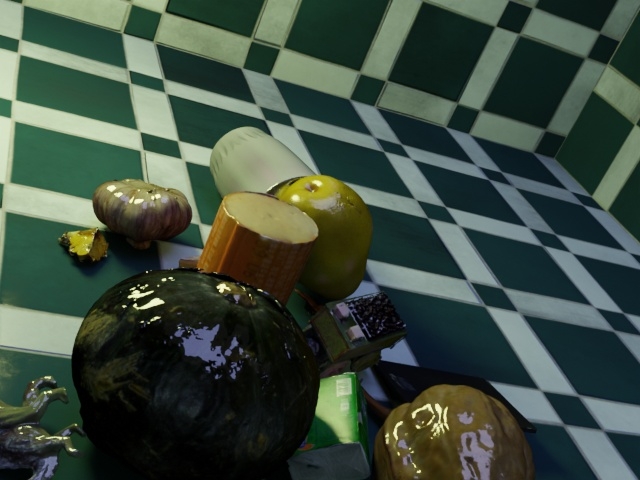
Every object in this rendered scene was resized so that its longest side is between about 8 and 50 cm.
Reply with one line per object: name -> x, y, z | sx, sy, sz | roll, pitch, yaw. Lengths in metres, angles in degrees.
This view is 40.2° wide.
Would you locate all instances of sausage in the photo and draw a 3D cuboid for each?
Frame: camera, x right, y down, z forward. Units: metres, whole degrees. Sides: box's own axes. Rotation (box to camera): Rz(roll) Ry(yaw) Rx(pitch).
sausage -> -0.158, 0.058, 1.972 | 0.233, 0.287, 0.233 | 20, 27, -11

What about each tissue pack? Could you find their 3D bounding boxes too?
tissue pack -> 0.021, 0.387, 1.692 | 0.148, 0.156, 0.209 | -13, 29, 6

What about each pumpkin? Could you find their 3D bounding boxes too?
pumpkin -> -0.212, 0.228, 1.535 | 0.455, 0.343, 0.454 | 17, 19, -6

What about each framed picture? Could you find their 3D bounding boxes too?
framed picture -> 0.307, 0.361, 2.044 | 0.339, 0.014, 0.255 | 13, 15, -25

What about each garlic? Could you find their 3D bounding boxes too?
garlic -> -0.432, -0.061, 2.127 | 0.245, 0.160, 0.245 | 7, 12, -2

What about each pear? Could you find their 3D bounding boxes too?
pear -> -0.004, 0.003, 2.162 | 0.285, 0.336, 0.285 | -5, 16, 2

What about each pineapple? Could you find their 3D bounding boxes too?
pineapple -> -0.548, 0.002, 2.000 | 0.114, 0.077, 0.114 | 12, 21, 5

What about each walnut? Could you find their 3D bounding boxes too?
walnut -> 0.239, 0.440, 1.574 | 0.306, 0.306, 0.343 | 17, 38, -15

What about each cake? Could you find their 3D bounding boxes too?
cake -> -0.294, 0.059, 2.125 | 0.121, 0.052, 0.065 | 8, 35, -29

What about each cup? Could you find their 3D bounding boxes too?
cup -> -0.145, -0.146, 2.406 | 0.253, 0.253, 0.371 | 4, 31, -35

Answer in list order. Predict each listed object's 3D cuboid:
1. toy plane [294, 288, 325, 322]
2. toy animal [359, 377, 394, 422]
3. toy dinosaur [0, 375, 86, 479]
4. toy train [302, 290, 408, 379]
toy plane -> -0.001, 0.178, 2.153 | 0.188, 0.062, 0.135 | 25, 22, 35
toy animal -> 0.149, 0.384, 1.870 | 0.224, 0.066, 0.229 | 27, 13, -6
toy dinosaur -> -0.479, 0.314, 1.429 | 0.162, 0.077, 0.294 | -23, 42, -24
toy train -> 0.069, 0.217, 1.958 | 0.261, 0.177, 0.134 | -8, 62, -48
